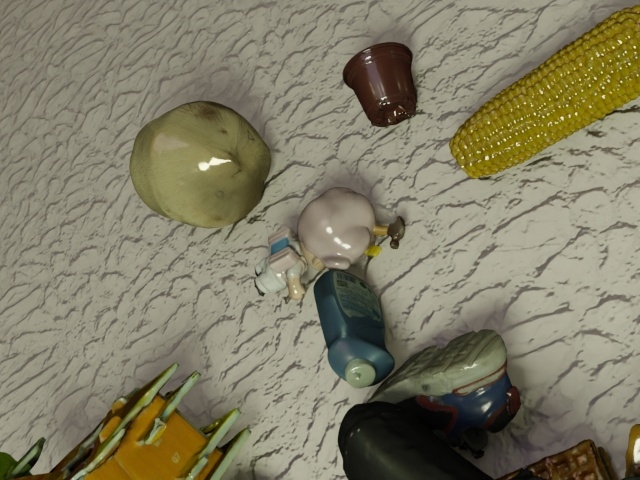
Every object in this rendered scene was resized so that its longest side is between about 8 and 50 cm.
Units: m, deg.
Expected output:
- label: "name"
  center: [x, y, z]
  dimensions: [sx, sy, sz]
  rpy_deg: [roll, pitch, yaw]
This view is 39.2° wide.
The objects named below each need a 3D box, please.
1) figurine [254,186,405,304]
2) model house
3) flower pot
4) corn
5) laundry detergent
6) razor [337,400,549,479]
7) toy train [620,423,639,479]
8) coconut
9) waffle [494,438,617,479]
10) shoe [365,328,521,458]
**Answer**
- label: "figurine"
  center: [0.000, 0.000, 1.236]
  dimensions: [0.229, 0.112, 0.137]
  rpy_deg: [-31, 27, 21]
- label: "model house"
  center: [-0.252, 0.292, 1.087]
  dimensions: [0.313, 0.242, 0.357]
  rpy_deg: [-47, 7, 2]
- label: "flower pot"
  center: [0.096, -0.219, 1.307]
  dimensions: [0.111, 0.111, 0.089]
  rpy_deg: [-28, 65, 22]
- label: "corn"
  center: [0.298, -0.181, 1.118]
  dimensions: [0.305, 0.106, 0.106]
  rpy_deg: [-31, 50, 21]
- label: "laundry detergent"
  center: [0.041, 0.114, 1.104]
  dimensions: [0.061, 0.097, 0.206]
  rpy_deg: [-43, 22, 16]
- label: "razor"
  center: [0.128, 0.275, 0.871]
  dimensions: [0.107, 0.189, 0.327]
  rpy_deg: [-28, 17, -19]
- label: "toy train"
  center: [0.407, 0.255, 0.687]
  dimensions: [0.429, 0.249, 0.178]
  rpy_deg: [5, 88, 54]
- label: "coconut"
  center: [-0.180, -0.117, 1.386]
  dimensions: [0.224, 0.224, 0.224]
  rpy_deg: [-19, 55, 29]
- label: "waffle"
  center: [0.240, 0.281, 0.931]
  dimensions: [0.148, 0.042, 0.102]
  rpy_deg: [-31, 51, 20]
- label: "shoe"
  center: [0.150, 0.188, 1.037]
  dimensions: [0.099, 0.125, 0.227]
  rpy_deg: [-43, 6, -41]
